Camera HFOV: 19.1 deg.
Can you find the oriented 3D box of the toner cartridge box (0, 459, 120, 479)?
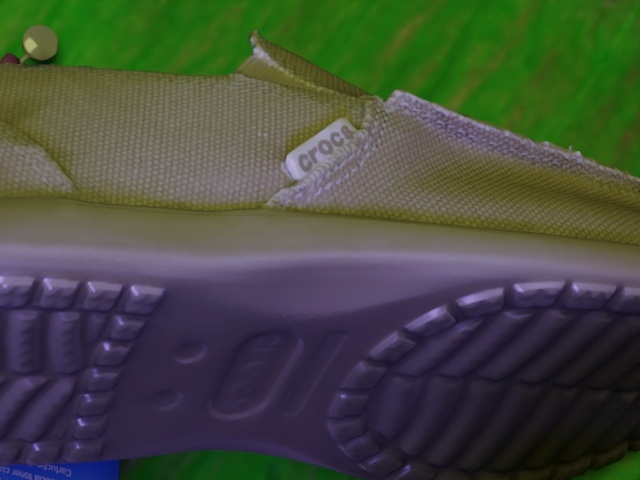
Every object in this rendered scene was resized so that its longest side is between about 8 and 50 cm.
[{"bbox_3d":[-0.213,0.058,0.387,0.348,0.075,0.165,19,47,-25],"label":"toner cartridge box"}]

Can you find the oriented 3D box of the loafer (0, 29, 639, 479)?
[{"bbox_3d":[0.000,0.000,0.468,0.268,0.102,0.092,7,50,-31],"label":"loafer"}]

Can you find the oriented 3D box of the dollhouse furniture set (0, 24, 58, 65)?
[{"bbox_3d":[-0.072,-0.006,0.555,0.114,0.091,0.081,37,30,-10],"label":"dollhouse furniture set"}]
